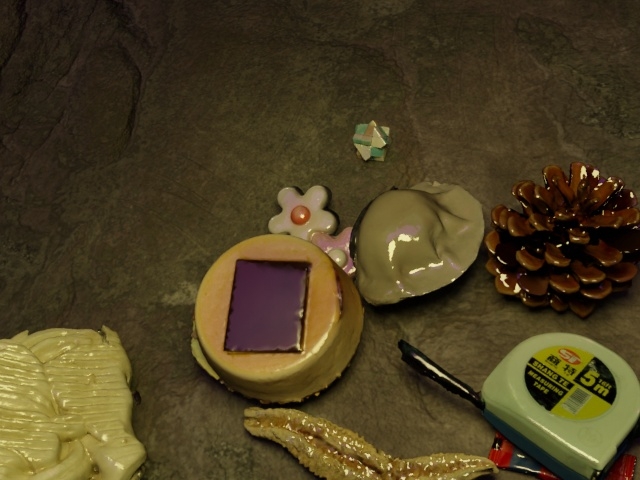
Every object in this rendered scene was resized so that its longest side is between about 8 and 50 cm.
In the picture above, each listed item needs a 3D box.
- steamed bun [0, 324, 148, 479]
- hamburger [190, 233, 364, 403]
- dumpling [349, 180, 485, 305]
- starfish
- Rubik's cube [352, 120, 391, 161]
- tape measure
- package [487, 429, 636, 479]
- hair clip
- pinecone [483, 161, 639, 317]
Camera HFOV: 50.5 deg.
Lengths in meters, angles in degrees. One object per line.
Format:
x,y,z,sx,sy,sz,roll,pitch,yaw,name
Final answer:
-0.447,0.319,1.069,0.346,0.237,0.394,35,31,3,steamed bun
-0.073,0.129,1.153,0.301,0.170,0.302,-3,64,7,hamburger
0.157,-0.016,1.180,0.163,0.204,0.293,42,59,-14,dumpling
0.044,0.401,0.978,0.431,0.083,0.324,7,47,15,starfish
0.107,-0.210,1.418,0.075,0.073,0.084,-2,53,13,Rubik's cube
0.310,0.213,1.039,0.215,0.098,0.351,-35,51,-28,tape measure
0.355,0.326,1.005,0.200,0.022,0.083,13,58,23,package
-0.001,-0.003,1.300,0.146,0.075,0.257,-31,58,-9,hair clip
0.399,-0.006,1.097,0.264,0.264,0.264,-6,54,9,pinecone
